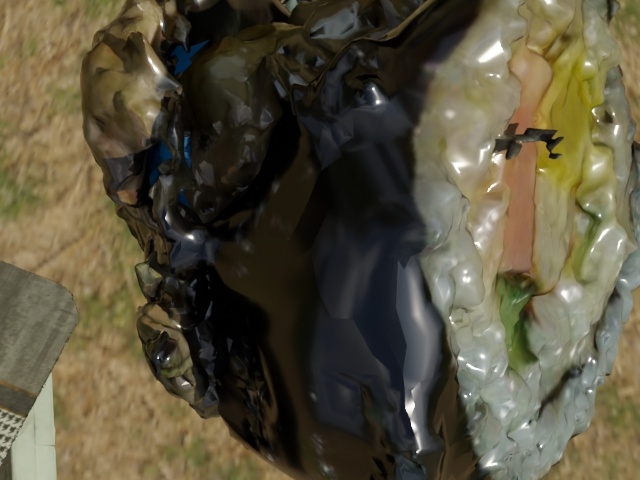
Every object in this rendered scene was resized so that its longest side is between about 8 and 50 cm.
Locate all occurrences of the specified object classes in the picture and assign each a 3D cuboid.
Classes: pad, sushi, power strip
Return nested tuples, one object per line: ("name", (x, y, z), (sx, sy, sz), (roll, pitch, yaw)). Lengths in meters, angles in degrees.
("pad", (-0.357, 0.064, 1.285), (0.323, 0.250, 0.055), (32, 147, -12))
("sushi", (0.005, -0.011, 0.727), (0.219, 0.225, 0.238), (18, 123, 26))
("power strip", (-0.301, 0.187, 1.844), (0.053, 0.288, 0.093), (8, 154, -29))

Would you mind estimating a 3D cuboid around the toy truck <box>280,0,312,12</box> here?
("toy truck", (0.054, -0.170, 1.414), (0.108, 0.140, 0.256), (-41, 77, 45))
